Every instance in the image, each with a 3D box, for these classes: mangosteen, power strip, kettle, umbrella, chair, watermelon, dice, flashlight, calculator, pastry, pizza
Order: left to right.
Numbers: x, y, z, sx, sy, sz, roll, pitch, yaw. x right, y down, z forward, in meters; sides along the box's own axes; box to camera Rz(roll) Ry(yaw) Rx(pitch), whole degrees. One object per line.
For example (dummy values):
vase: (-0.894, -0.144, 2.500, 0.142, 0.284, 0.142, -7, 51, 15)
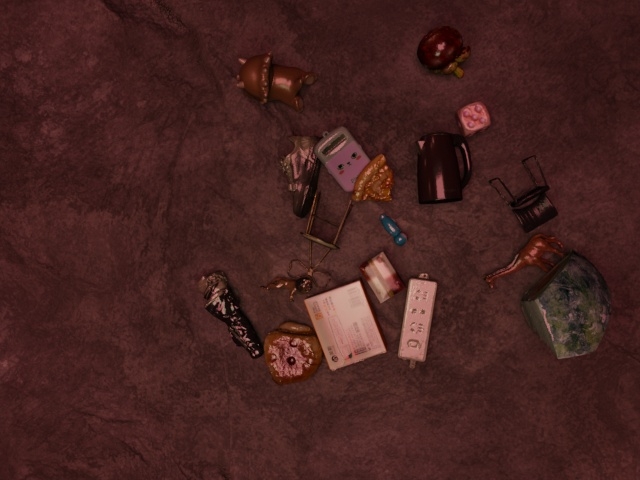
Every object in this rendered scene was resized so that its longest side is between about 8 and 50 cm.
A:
umbrella: (-0.318, 0.273, 1.813, 0.113, 0.106, 0.357, -34, 87, 5)
pastry: (-0.104, 0.407, 1.788, 0.219, 0.100, 0.228, 25, 94, 7)
chair: (0.000, 0.000, 1.733, 0.160, 0.170, 0.325, 21, 89, 4)
calculator: (0.082, -0.278, 1.714, 0.141, 0.045, 0.246, -38, 117, 4)
pizza: (0.194, -0.186, 1.724, 0.182, 0.062, 0.161, -45, 116, 6)
flashlight: (0.251, -0.037, 1.743, 0.051, 0.051, 0.129, -41, 84, 8)
power strip: (0.334, 0.281, 1.738, 0.098, 0.058, 0.337, 8, 94, 8)
mangosteen: (0.404, -0.608, 1.654, 0.146, 0.156, 0.181, -31, 107, -25)
kettle: (0.414, -0.244, 1.670, 0.202, 0.144, 0.231, -4, 89, -11)
dice: (0.506, -0.403, 1.666, 0.091, 0.093, 0.094, -20, 90, 9)
chair: (0.675, -0.142, 1.627, 0.140, 0.145, 0.221, -31, 89, 9)
watermelon: (0.754, 0.214, 1.596, 0.228, 0.258, 0.387, 43, 56, 0)

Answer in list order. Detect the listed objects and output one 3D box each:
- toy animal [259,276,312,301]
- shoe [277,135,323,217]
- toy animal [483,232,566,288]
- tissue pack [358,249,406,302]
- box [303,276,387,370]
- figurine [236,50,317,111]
toy animal: (-0.121, 0.175, 1.799, 0.220, 0.069, 0.086, -3, 91, 21)
shoe: (-0.086, -0.233, 1.761, 0.149, 0.109, 0.292, 14, 90, 11)
toy animal: (0.681, 0.077, 1.672, 0.230, 0.066, 0.224, 14, 101, -3)
tissue pack: (0.212, 0.124, 1.729, 0.106, 0.099, 0.148, -33, 87, 8)
box: (0.089, 0.292, 1.759, 0.221, 0.091, 0.273, -19, 89, 10)
figurine: (-0.166, -0.553, 1.723, 0.248, 0.173, 0.177, 25, 95, 7)
